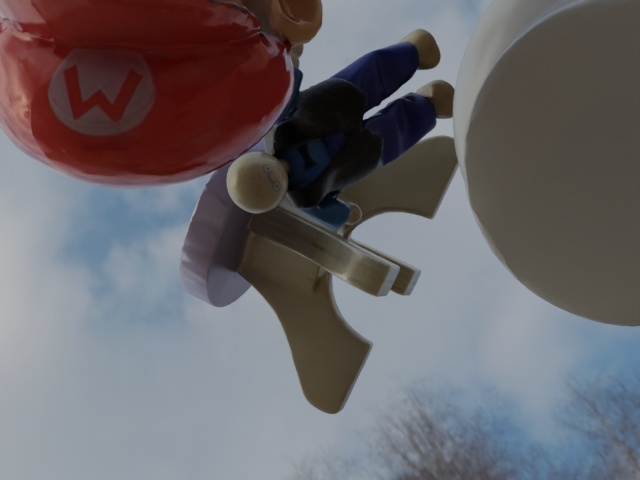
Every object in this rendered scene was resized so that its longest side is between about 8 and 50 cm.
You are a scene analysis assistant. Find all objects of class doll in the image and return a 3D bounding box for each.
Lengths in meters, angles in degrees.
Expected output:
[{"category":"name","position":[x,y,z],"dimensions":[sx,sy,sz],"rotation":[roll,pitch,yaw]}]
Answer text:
[{"category":"doll","position":[0.008,-0.073,0.817],"dimensions":[0.189,0.046,0.129],"rotation":[-37,-69,-35]}]

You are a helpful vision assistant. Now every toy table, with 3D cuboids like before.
[{"category":"toy table","position":[0.000,0.000,1.083],"dimensions":[0.161,0.274,0.252],"rotation":[26,-76,9]}]

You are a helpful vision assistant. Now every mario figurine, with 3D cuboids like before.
[{"category":"mario figurine","position":[-0.053,-0.174,0.467],"dimensions":[0.170,0.198,0.320],"rotation":[23,-114,-36]}]

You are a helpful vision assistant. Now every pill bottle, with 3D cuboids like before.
[{"category":"pill bottle","position":[0.155,-0.067,0.594],"dimensions":[0.169,0.301,0.169],"rotation":[5,-72,16]}]
